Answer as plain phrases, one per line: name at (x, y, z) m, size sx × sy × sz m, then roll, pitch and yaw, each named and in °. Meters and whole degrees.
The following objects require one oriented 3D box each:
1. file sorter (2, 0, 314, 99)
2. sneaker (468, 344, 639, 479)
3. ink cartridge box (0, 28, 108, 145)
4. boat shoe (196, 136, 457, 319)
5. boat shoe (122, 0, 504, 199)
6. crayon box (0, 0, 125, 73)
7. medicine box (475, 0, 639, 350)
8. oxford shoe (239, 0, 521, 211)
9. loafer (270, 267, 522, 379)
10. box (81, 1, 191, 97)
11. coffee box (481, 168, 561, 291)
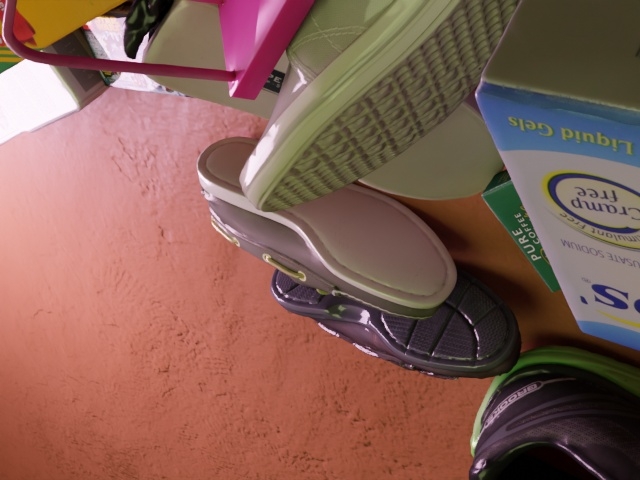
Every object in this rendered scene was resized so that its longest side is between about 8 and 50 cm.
file sorter at (-0.109, -0.274, 0.648) m, size 0.182 × 0.290 × 0.202 m, roll 3°, pitch 153°, yaw -24°
sneaker at (0.347, 0.237, 0.871) m, size 0.483 × 0.202 × 0.185 m, roll 7°, pitch 132°, yaw 38°
ink cartridge box at (-0.406, -0.257, 1.159) m, size 0.261 × 0.066 × 0.296 m, roll -12°, pitch 118°, yaw 47°
boat shoe at (0.003, -0.003, 1.022) m, size 0.305 × 0.109 × 0.091 m, roll 30°, pitch 143°, yaw 25°
boat shoe at (0.008, -0.163, 0.855) m, size 0.341 × 0.158 × 0.127 m, roll 24°, pitch 132°, yaw -23°
crayon box at (-0.295, -0.283, 0.944) m, size 0.319 × 0.081 × 0.202 m, roll -20°, pitch 121°, yaw 33°
medicine box at (0.264, -0.030, 0.556) m, size 0.263 × 0.149 × 0.289 m, roll 18°, pitch 159°, yaw 35°
oxford shoe at (0.061, -0.178, 0.661) m, size 0.130 × 0.169 × 0.449 m, roll 53°, pitch 137°, yaw 16°
loafer at (0.084, 0.078, 1.052) m, size 0.303 × 0.109 × 0.095 m, roll 16°, pitch 156°, yaw 39°
box at (-0.186, -0.200, 1.052) m, size 0.137 × 0.027 × 0.094 m, roll 12°, pitch 134°, yaw 34°
coffee box at (0.233, -0.037, 0.804) m, size 0.184 × 0.040 × 0.113 m, roll -29°, pitch 107°, yaw 41°
